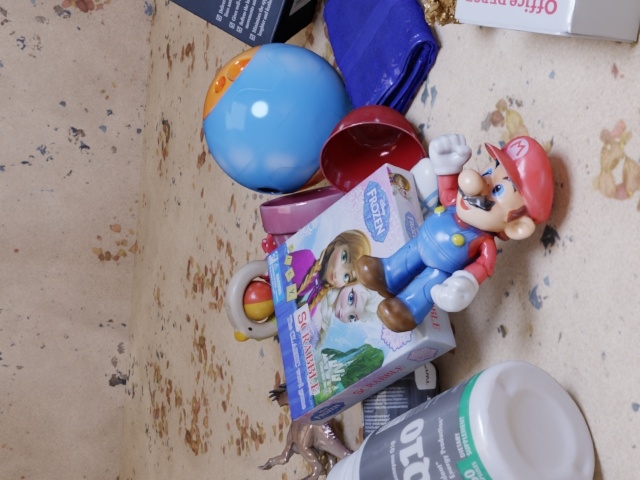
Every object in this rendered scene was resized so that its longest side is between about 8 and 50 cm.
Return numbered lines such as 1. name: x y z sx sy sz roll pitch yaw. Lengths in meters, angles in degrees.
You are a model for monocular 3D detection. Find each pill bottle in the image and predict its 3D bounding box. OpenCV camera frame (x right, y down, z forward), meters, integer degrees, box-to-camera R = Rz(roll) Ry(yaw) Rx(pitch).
1. pill bottle: 0.131 0.272 1.620 0.130 0.131 0.245 162 107 -64
2. pill bottle: 0.173 0.319 1.360 0.361 0.204 0.204 -40 52 43

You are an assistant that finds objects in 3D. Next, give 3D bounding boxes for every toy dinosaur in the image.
1. toy dinosaur: -0.019 0.364 1.966 0.296 0.127 0.200 -3 79 60

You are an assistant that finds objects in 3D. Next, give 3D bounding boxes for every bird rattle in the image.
1. bird rattle: -0.102 0.110 2.073 0.143 0.207 0.253 16 114 46

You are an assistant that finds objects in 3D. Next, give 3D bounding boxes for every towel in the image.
1. towel: 0.107 -0.372 1.776 0.227 0.076 0.308 -53 42 42

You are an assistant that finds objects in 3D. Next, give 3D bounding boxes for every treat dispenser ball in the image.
1. treat dispenser ball: -0.081 -0.231 1.909 0.288 0.288 0.288 -179 90 -65

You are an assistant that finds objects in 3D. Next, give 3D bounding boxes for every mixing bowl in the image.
1. mixing bowl: 0.091 -0.164 1.703 0.181 0.182 0.098 119 162 -46

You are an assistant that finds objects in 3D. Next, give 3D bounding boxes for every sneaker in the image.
1. sneaker: 0.132 -0.050 1.683 0.237 0.086 0.085 -59 40 47

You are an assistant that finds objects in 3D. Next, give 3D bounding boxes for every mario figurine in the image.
1. mario figurine: 0.174 -0.026 1.367 0.198 0.170 0.320 47 110 5

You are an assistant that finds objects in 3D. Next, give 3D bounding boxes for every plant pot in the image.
1. plant pot: 0.000 0.000 1.866 0.201 0.201 0.180 9 113 65

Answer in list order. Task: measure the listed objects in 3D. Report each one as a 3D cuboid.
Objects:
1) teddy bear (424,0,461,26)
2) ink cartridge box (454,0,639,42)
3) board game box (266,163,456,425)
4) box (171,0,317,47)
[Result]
1. teddy bear: 0.207 -0.472 1.402 0.113 0.245 0.337 4 97 23
2. ink cartridge box: 0.302 -0.414 1.253 0.223 0.129 0.307 27 114 55
3. board game box: 0.051 0.091 1.614 0.318 0.066 0.318 -38 50 36
4. box: -0.182 -0.612 1.993 0.212 0.396 0.293 -50 -12 -49
